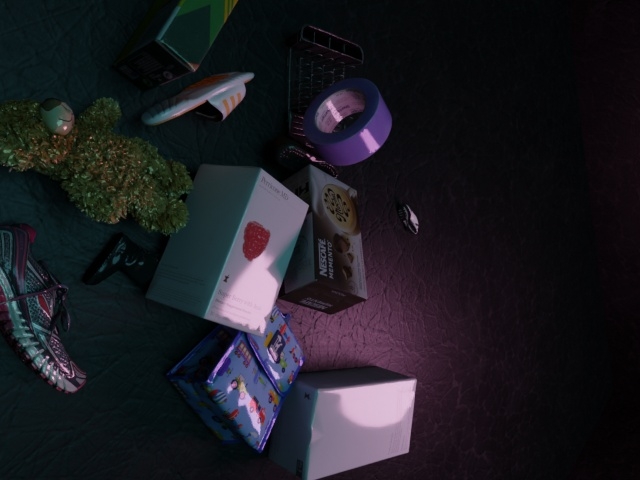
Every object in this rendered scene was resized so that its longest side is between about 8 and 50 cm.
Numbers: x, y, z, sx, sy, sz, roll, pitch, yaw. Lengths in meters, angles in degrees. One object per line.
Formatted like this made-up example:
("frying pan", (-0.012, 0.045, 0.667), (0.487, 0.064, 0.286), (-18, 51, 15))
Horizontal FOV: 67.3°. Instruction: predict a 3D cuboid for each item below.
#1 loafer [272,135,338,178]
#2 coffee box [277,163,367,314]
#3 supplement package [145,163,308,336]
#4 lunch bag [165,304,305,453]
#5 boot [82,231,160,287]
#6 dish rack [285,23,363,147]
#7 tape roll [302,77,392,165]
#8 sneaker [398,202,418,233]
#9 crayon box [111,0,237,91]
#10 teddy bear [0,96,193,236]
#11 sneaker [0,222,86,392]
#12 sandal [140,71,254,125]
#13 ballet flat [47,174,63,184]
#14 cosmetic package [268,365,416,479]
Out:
("loafer", (-0.033, -0.197, 1.158), (0.220, 0.080, 0.078), (28, 30, -53))
("coffee box", (0.000, 0.000, 1.102), (0.168, 0.119, 0.297), (25, 51, -39))
("supplement package", (-0.178, 0.017, 0.960), (0.177, 0.176, 0.292), (34, 70, -52))
("lunch bag", (-0.153, 0.271, 1.074), (0.293, 0.138, 0.220), (-52, 124, -41))
("boot", (-0.368, 0.054, 0.903), (0.099, 0.045, 0.121), (49, 63, -39))
("dish rack", (0.006, -0.365, 1.189), (0.208, 0.074, 0.271), (1, 93, -41))
("tape roll", (0.060, -0.268, 1.084), (0.080, 0.189, 0.188), (45, 63, -50))
("sneaker", (0.271, -0.073, 1.475), (0.109, 0.040, 0.043), (63, 39, -29))
("crayon box", (-0.235, -0.435, 0.881), (0.081, 0.202, 0.318), (37, 70, -38))
("teddy bear", (-0.355, -0.134, 0.810), (0.338, 0.113, 0.245), (42, 42, -27))
("sneaker", (-0.456, 0.116, 0.776), (0.112, 0.121, 0.299), (-34, 114, -37))
("sandal", (-0.238, -0.267, 0.964), (0.265, 0.102, 0.076), (-42, 131, -34))
("ballet flat", (-0.440, -0.126, 0.819), (0.173, 0.049, 0.057), (42, 67, -36))
("cosmetic package", (0.068, 0.456, 1.248), (0.385, 0.156, 0.217), (12, 85, -41))
